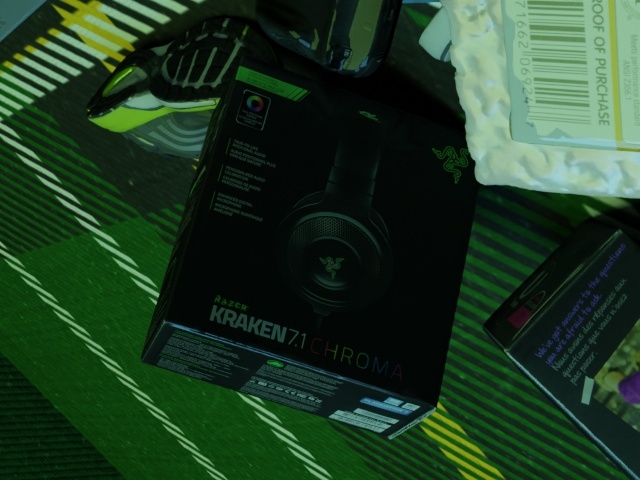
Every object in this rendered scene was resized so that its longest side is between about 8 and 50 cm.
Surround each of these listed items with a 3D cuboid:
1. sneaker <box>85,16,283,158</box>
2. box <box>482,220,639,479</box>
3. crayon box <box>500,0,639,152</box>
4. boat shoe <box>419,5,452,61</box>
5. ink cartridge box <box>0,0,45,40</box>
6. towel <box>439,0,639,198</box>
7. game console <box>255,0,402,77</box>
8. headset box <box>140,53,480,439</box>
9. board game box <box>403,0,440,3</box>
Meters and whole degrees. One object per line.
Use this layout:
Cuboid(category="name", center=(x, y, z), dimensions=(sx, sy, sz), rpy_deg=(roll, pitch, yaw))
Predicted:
Cuboid(category="sneaker", center=(-0.123, -0.148, 1.364), dimensions=(0.121, 0.111, 0.300), rpy_deg=(37, 159, -31))
Cuboid(category="box", center=(0.287, 0.127, 1.114), dimensions=(0.270, 0.143, 0.165), rpy_deg=(44, -178, -1))
Cuboid(category="crayon box", center=(0.256, -0.144, 0.692), dimensions=(0.323, 0.083, 0.203), rpy_deg=(9, 124, 30))
Cuboid(category="boat shoe", center=(0.166, -0.186, 0.937), dimensions=(0.088, 0.096, 0.267), rpy_deg=(47, 144, -3))
Cuboid(category="ink cartridge box", center=(-0.297, -0.264, 1.189), dimensions=(0.117, 0.283, 0.207), rpy_deg=(51, 151, -20))
Cuboid(category="towel", center=(0.215, -0.175, 0.791), dimensions=(0.317, 0.053, 0.332), rpy_deg=(5, 123, 32))
Cuboid(category="game console", center=(0.021, -0.280, 0.786), dimensions=(0.213, 0.044, 0.361), rpy_deg=(33, 124, 31))
Cuboid(category="headset box", center=(0.000, 0.000, 1.170), dimensions=(0.246, 0.283, 0.131), rpy_deg=(19, 155, -10))
Cuboid(category="board game box", center=(0.045, -0.253, 1.052), dimensions=(0.168, 0.033, 0.133), rpy_deg=(11, 146, 51))
